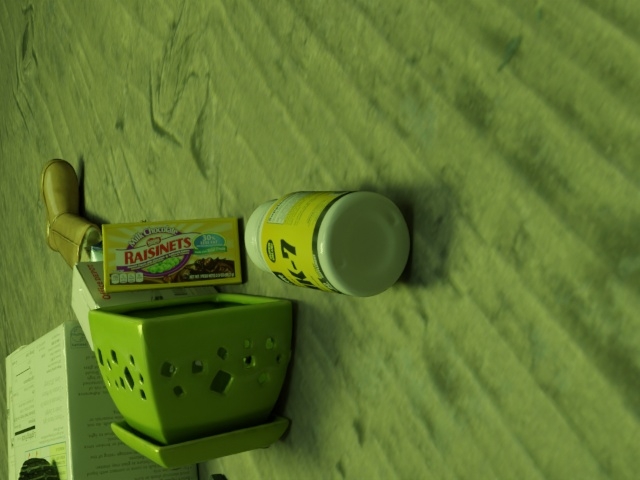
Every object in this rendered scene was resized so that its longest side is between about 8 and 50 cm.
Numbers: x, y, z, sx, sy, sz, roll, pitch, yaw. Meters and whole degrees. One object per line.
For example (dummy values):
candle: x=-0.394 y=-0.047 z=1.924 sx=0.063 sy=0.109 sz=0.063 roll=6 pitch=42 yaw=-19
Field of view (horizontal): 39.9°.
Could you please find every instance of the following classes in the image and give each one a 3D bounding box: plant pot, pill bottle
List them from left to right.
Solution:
plant pot: x=-0.179 y=0.190 z=1.238 sx=0.227 sy=0.228 sz=0.207 roll=-1 pitch=95 yaw=58
pill bottle: x=0.000 y=0.000 z=1.049 sx=0.208 sy=0.119 sz=0.119 roll=5 pitch=92 yaw=59

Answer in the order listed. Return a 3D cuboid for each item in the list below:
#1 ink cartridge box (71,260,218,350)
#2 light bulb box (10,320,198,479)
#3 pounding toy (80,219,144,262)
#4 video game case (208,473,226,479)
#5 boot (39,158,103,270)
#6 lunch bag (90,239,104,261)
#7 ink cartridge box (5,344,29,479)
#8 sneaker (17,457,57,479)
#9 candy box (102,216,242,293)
ink cartridge box: x=-0.283 y=0.098 z=1.415 sx=0.148 sy=0.203 sz=0.085 roll=44 pitch=130 yaw=51
light bulb box: x=-0.393 y=0.348 z=1.564 sx=0.358 sy=0.225 sz=0.361 roll=-26 pitch=67 yaw=54
pounding toy: x=-0.391 y=0.050 z=1.687 sx=0.100 sy=0.130 sz=0.141 roll=50 pitch=134 yaw=39
video game case: x=-0.153 y=0.530 z=1.355 sx=0.196 sy=0.026 sz=0.274 roll=42 pitch=124 yaw=51
boot: x=-0.551 y=-0.050 z=1.983 sx=0.269 sy=0.089 sz=0.236 roll=24 pitch=119 yaw=56
lunch bag: x=-0.330 y=0.073 z=1.564 sx=0.096 sy=0.151 sz=0.128 roll=-82 pitch=-1 yaw=-79
ink cartridge box: x=-0.515 y=0.358 z=1.778 sx=0.117 sy=0.207 sz=0.283 roll=-28 pitch=64 yaw=53
sneaker: x=-0.447 y=0.422 z=1.379 sx=0.073 sy=0.063 sz=0.162 roll=-41 pitch=55 yaw=50
candy box: x=-0.226 y=0.021 z=1.340 sx=0.027 sy=0.206 sz=0.105 roll=114 pitch=152 yaw=-74
